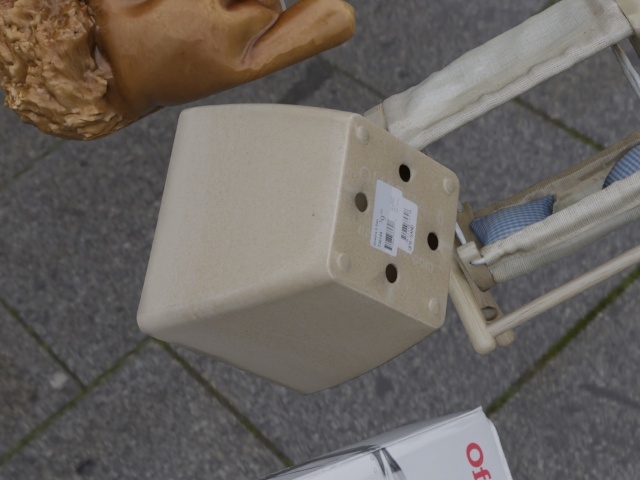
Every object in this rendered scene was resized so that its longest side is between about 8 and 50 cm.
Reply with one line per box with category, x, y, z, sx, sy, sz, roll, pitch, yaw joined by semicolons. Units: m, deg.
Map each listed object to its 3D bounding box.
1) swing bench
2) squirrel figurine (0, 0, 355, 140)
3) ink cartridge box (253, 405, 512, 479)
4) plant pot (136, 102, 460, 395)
swing bench;0.197;-0.072;1.048;0.253;0.165;0.255;-29;81;12
squirrel figurine;-0.215;-0.316;1.250;0.397;0.370;0.281;-24;15;-7
ink cartridge box;0.023;0.289;0.988;0.307;0.129;0.223;-13;84;-37
plant pot;0.000;0.000;0.537;0.096;0.109;0.109;-11;61;43
